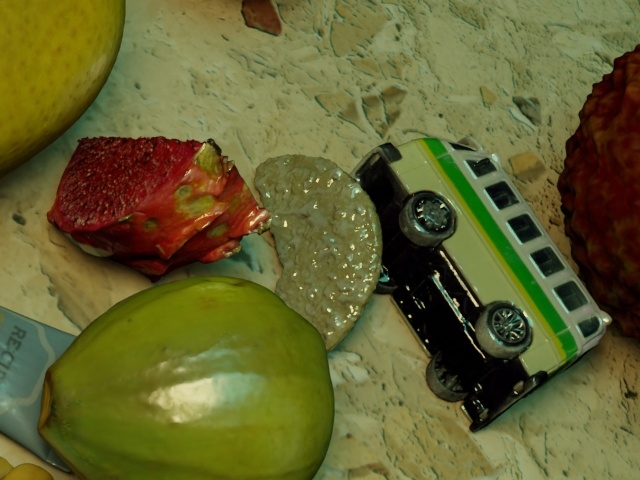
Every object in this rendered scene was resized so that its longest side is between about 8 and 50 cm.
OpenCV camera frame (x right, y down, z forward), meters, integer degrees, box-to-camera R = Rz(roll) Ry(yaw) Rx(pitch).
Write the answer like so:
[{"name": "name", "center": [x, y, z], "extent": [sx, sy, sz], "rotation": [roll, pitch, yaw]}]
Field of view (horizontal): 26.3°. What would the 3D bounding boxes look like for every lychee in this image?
[{"name": "lychee", "center": [0.462, -0.064, 1.514], "extent": [0.424, 0.425, 0.500], "rotation": [-16, 46, -28]}]

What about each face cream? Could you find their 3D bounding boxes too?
[{"name": "face cream", "center": [-0.381, 0.077, 1.285], "extent": [0.385, 0.086, 0.136], "rotation": [28, 56, -11]}]

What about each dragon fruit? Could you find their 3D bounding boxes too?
[{"name": "dragon fruit", "center": [-0.154, -0.014, 1.365], "extent": [0.161, 0.274, 0.126], "rotation": [39, 70, -34]}]

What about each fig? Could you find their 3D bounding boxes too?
[{"name": "fig", "center": [-0.126, 0.147, 1.243], "extent": [0.271, 0.239, 0.239], "rotation": [1, 61, -36]}]

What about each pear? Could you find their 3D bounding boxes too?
[{"name": "pear", "center": [-0.367, -0.232, 1.300], "extent": [0.362, 0.362, 0.418], "rotation": [12, 43, -16]}]

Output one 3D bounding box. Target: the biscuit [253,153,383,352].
[{"name": "biscuit", "center": [0.003, 0.002, 1.462], "extent": [0.032, 0.133, 0.250], "rotation": [30, 43, -53]}]

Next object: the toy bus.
[{"name": "toy bus", "center": [0.166, 0.028, 1.495], "extent": [0.179, 0.143, 0.305], "rotation": [-24, 73, -33]}]

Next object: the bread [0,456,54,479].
[{"name": "bread", "center": [-0.206, 0.315, 1.199], "extent": [0.311, 0.121, 0.173], "rotation": [30, 55, -5]}]
